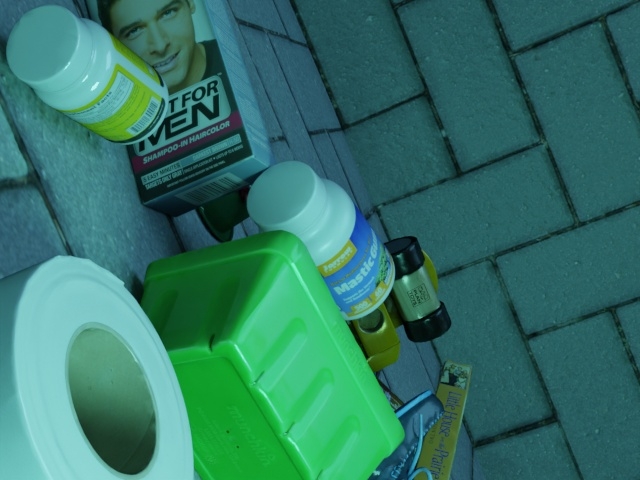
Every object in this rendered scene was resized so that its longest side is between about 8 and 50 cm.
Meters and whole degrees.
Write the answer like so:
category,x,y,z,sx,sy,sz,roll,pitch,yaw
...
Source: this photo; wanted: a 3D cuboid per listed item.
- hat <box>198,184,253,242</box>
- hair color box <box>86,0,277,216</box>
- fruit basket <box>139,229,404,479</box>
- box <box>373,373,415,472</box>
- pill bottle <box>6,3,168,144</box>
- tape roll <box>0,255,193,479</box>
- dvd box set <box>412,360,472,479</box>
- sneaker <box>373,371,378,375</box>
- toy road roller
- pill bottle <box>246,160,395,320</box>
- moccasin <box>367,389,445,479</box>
category,x,y,z,sx,sy,sz,roll,pitch,yaw
hat,-0.112,-0.100,1.508,0.173,0.184,0.208,-62,129,-74
hair color box,-0.214,-0.246,1.319,0.113,0.186,0.374,28,41,-70
fruit basket,-0.068,0.145,1.182,0.392,0.283,0.391,33,51,-52
box,0.085,0.355,1.465,0.293,0.057,0.200,48,54,-52
pill bottle,-0.289,-0.206,1.096,0.208,0.119,0.119,35,35,-68
tape roll,-0.227,0.159,0.795,0.286,0.100,0.286,-22,90,-77
dvd box set,0.189,0.443,1.525,0.420,0.062,0.307,-55,156,-63
sneaker,0.058,0.175,1.899,0.340,0.125,0.139,55,20,-44
toy road roller,0.080,0.124,1.739,0.202,0.330,0.240,66,-8,-16
pill bottle,0.000,0.000,1.324,0.272,0.152,0.152,50,22,-50
moccasin,0.069,0.360,1.260,0.117,0.342,0.137,46,-23,10
